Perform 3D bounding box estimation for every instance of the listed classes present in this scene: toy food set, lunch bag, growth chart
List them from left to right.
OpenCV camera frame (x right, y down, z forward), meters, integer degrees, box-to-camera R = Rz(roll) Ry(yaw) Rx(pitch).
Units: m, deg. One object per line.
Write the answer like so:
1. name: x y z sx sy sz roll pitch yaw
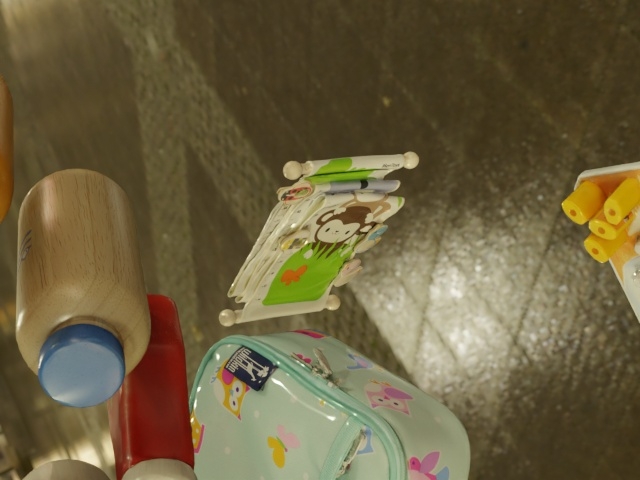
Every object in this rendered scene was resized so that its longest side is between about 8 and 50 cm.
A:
1. toy food set: -0.102 0.067 0.379 0.104 0.111 0.232 -114 35 -58
2. lunch bag: -0.016 0.211 0.834 0.224 0.107 0.279 29 108 45
3. growth chart: 0.000 0.000 1.052 0.021 0.172 0.237 57 140 28

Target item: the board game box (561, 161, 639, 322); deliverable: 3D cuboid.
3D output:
1. board game box: 0.430 0.096 0.963 0.390 0.050 0.390 -7 117 54
